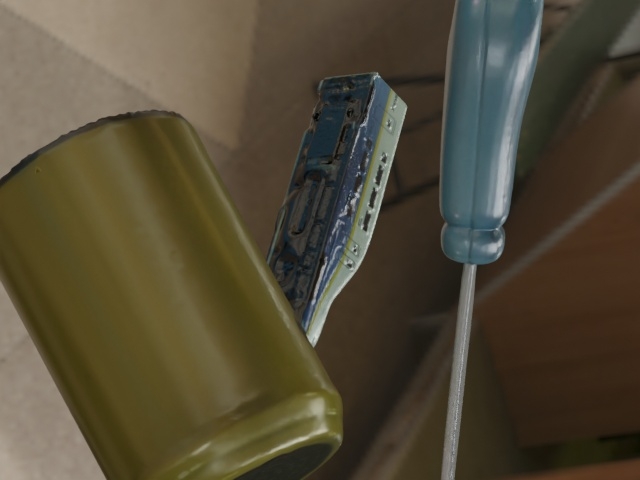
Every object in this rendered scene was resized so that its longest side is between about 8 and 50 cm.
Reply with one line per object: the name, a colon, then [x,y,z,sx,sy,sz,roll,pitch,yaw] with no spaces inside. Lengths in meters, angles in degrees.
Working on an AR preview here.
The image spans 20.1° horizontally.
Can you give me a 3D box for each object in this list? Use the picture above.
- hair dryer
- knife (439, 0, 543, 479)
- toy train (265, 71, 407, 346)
hair dryer: [-0.050,0.060,0.739,0.135,0.090,0.278,59,-6,17]
knife: [0.053,0.022,0.649,0.058,0.032,0.244,-77,171,-74]
toy train: [0.000,0.000,1.186,0.051,0.052,0.234,39,57,-42]
